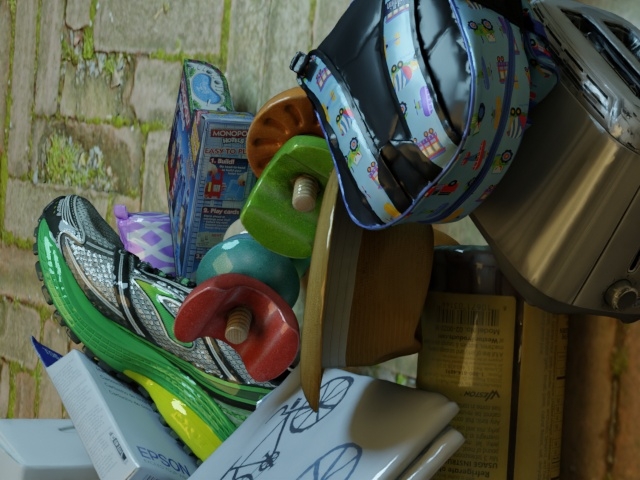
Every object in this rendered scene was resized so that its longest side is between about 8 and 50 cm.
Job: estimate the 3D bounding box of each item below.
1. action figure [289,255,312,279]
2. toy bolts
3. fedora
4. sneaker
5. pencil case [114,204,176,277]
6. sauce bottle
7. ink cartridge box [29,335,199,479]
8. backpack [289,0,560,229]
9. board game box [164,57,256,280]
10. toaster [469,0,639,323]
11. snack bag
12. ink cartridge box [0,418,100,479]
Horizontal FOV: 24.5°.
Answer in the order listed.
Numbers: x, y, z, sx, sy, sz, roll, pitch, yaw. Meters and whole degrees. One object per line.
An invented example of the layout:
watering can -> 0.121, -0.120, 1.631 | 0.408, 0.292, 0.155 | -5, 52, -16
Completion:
action figure -> 0.008, -0.062, 1.296 | 0.232, 0.064, 0.137 | -55, 43, 43
toy bolts -> 0.000, 0.000, 1.214 | 0.228, 0.218, 0.158 | -47, 19, 29
fedora -> 0.036, 0.030, 1.015 | 0.194, 0.079, 0.194 | 7, -90, -85
sneaker -> -0.123, 0.072, 1.364 | 0.343, 0.134, 0.146 | 42, 103, 11
pencil case -> -0.185, 0.068, 1.551 | 0.086, 0.088, 0.206 | 4, 89, 57
sauce bottle -> 0.117, 0.175, 1.068 | 0.111, 0.111, 0.344 | 4, 88, 56
ink cartridge box -> -0.149, 0.183, 1.376 | 0.045, 0.223, 0.224 | -47, 46, 8
backpack -> 0.073, -0.088, 0.931 | 0.158, 0.117, 0.173 | -48, 41, 36
board game box -> -0.104, -0.077, 1.432 | 0.194, 0.060, 0.194 | 108, 159, -44
toaster -> 0.173, -0.063, 0.998 | 0.146, 0.129, 0.227 | -59, 38, 28
snack bag -> -0.064, 0.221, 1.092 | 0.323, 0.037, 0.342 | -46, 13, -12
ink cartridge box -> -0.254, 0.339, 1.516 | 0.121, 0.211, 0.289 | 25, 108, 55
